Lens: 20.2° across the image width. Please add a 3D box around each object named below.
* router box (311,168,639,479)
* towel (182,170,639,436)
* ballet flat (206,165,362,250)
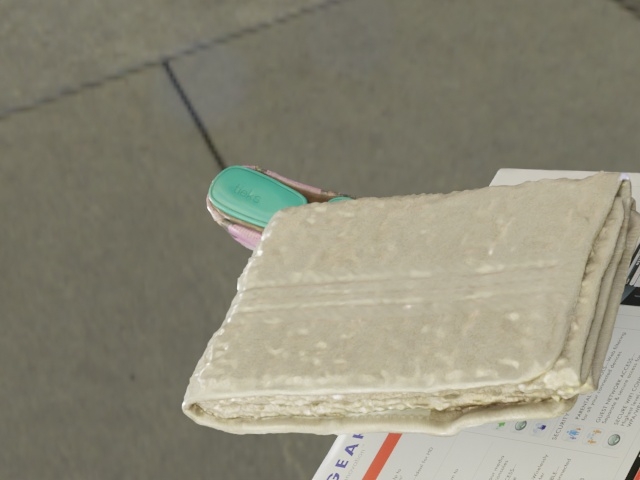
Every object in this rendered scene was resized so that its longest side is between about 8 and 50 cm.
[{"bbox_3d":[0.172,0.105,1.158,0.301,0.082,0.335,5,54,47],"label":"router box"},{"bbox_3d":[0.061,0.041,1.151,0.282,0.049,0.187,-4,42,31],"label":"towel"},{"bbox_3d":[0.000,0.000,1.422,0.221,0.079,0.077,23,71,42],"label":"ballet flat"}]
